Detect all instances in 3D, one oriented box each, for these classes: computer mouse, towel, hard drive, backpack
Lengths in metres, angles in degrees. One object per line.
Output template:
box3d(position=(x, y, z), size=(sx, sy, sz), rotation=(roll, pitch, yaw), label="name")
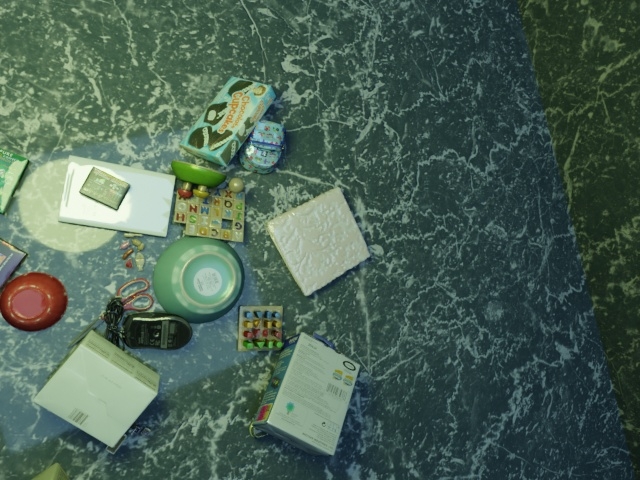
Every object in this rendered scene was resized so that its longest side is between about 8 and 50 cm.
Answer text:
box3d(position=(-0.554, 0.280, 1.495), size=(0.273, 0.072, 0.188), rotation=(9, 99, -16), label="computer mouse")
box3d(position=(0.000, 0.000, 1.771), size=(0.332, 0.053, 0.316), rotation=(-29, 99, -22), label="towel")
box3d(position=(-0.652, -0.138, 1.497), size=(0.319, 0.040, 0.210), rotation=(9, 83, -23), label="hard drive")
box3d(position=(-0.211, -0.334, 1.665), size=(0.159, 0.117, 0.173), rotation=(11, 84, -22), label="backpack")

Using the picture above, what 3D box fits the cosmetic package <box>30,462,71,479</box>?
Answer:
box3d(position=(-0.741, 0.754, 1.254), size=(0.113, 0.309, 0.160), rotation=(-32, 99, -23), label="cosmetic package")

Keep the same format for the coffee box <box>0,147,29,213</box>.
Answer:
box3d(position=(-0.957, -0.180, 1.365), size=(0.113, 0.040, 0.184), rotation=(21, 79, -22), label="coffee box")

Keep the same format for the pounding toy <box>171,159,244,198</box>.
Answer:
box3d(position=(-0.391, -0.183, 1.548), size=(0.237, 0.183, 0.110), rotation=(15, 90, -26), label="pounding toy")

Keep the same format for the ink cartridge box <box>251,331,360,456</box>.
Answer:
box3d(position=(-0.032, 0.509, 1.625), size=(0.270, 0.151, 0.395), rotation=(33, 56, -16), label="ink cartridge box")

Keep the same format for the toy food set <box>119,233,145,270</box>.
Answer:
box3d(position=(-0.617, 0.038, 1.514), size=(0.078, 0.019, 0.122), rotation=(3, 93, -23), label="toy food set")

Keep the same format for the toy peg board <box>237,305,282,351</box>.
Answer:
box3d(position=(-0.205, 0.316, 1.645), size=(0.162, 0.079, 0.160), rotation=(4, 85, -24), label="toy peg board")

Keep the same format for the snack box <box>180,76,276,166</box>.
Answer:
box3d(position=(-0.316, -0.416, 1.591), size=(0.321, 0.187, 0.060), rotation=(-59, 152, -16), label="snack box")

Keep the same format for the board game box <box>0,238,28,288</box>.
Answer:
box3d(position=(-0.971, 0.072, 1.338), size=(0.141, 0.048, 0.170), rotation=(34, 74, -17), label="board game box")

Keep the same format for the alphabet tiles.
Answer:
box3d(position=(-0.380, -0.100, 1.600), size=(0.238, 0.009, 0.198), rotation=(9, 65, -23), label="alphabet tiles")

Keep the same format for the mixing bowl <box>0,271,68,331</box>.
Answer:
box3d(position=(-0.849, 0.183, 1.358), size=(0.182, 0.098, 0.181), rotation=(2, 86, -23), label="mixing bowl")

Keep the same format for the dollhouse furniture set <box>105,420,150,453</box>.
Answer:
box3d(position=(-0.604, 0.629, 1.445), size=(0.091, 0.081, 0.114), rotation=(41, 72, -16), label="dollhouse furniture set")

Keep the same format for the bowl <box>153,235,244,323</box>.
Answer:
box3d(position=(-0.385, 0.127, 1.533), size=(0.312, 0.163, 0.311), rotation=(2, 85, -24), label="bowl")

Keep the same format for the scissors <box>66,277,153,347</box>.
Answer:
box3d(position=(-0.680, 0.224, 1.475), size=(0.297, 0.021, 0.108), rotation=(-27, 100, -22), label="scissors")

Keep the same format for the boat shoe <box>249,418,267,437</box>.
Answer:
box3d(position=(-0.144, 0.636, 1.652), size=(0.224, 0.073, 0.080), rotation=(-20, 92, -26), label="boat shoe")

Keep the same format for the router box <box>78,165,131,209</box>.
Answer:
box3d(position=(-0.673, -0.162, 1.445), size=(0.123, 0.038, 0.092), rotation=(28, 77, -20), label="router box")

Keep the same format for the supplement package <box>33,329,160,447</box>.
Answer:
box3d(position=(-0.655, 0.439, 1.381), size=(0.262, 0.145, 0.204), rotation=(41, 86, -16), label="supplement package")
